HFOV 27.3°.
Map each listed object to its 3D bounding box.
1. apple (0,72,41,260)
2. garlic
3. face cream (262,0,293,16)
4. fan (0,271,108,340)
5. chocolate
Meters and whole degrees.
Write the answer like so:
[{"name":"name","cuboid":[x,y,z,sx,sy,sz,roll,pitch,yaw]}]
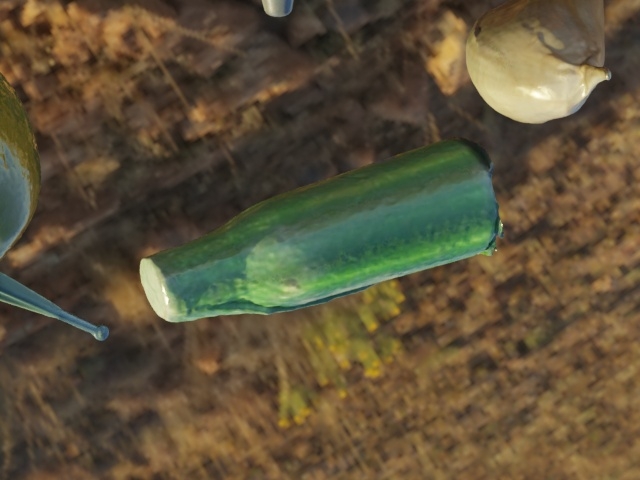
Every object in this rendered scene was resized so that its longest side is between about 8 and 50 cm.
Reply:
[{"name":"apple","cuboid":[-0.448,-0.079,1.429,0.292,0.254,0.292,-26,148,-18]},{"name":"garlic","cuboid":[0.117,-0.104,0.725,0.084,0.066,0.152,-55,-172,34]},{"name":"face cream","cuboid":[-0.040,-0.325,1.018,0.092,0.092,0.311,-20,120,-32]},{"name":"fan","cuboid":[-0.283,0.055,1.264,0.193,0.016,0.038,28,95,-35]},{"name":"chocolate","cuboid":[0.000,0.000,1.056,0.291,0.110,0.110,-17,155,-23]}]
